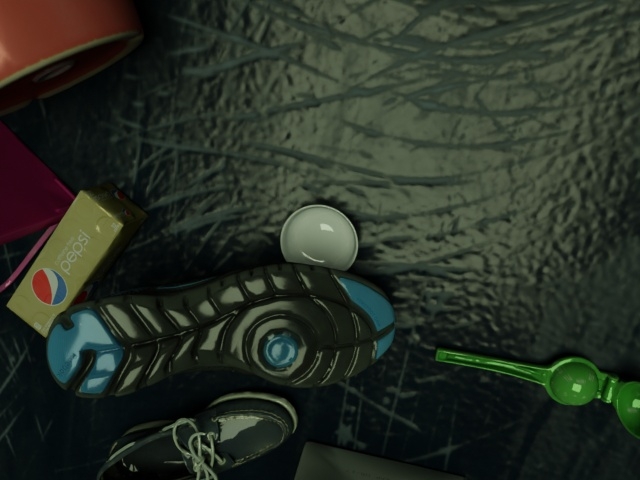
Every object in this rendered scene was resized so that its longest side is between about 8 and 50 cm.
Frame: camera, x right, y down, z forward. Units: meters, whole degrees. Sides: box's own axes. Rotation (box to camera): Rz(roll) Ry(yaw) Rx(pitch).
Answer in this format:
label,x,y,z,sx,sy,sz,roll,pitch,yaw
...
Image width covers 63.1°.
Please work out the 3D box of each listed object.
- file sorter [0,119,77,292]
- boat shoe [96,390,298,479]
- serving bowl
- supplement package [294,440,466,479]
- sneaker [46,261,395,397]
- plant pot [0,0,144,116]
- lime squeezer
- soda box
label,x,y,z,sx,sy,sz,roll,pitch,yaw
file sorter,-0.457,-0.059,0.540,0.290,0.202,0.182,46,110,-4
boat shoe,-0.151,0.248,0.626,0.255,0.079,0.095,-14,101,13
serving bowl,0.000,0.000,0.562,0.083,0.027,0.083,2,105,9
supplement package,0.044,0.409,0.571,0.199,0.198,0.262,10,106,7
sneaker,-0.094,0.081,0.556,0.341,0.139,0.125,-1,94,-4
plant pot,-0.298,-0.248,0.442,0.275,0.275,0.243,-23,109,15
lime squeezer,0.273,0.167,0.522,0.310,0.110,0.058,22,129,38
soda box,-0.280,0.023,0.602,0.061,0.058,0.181,40,108,-2
